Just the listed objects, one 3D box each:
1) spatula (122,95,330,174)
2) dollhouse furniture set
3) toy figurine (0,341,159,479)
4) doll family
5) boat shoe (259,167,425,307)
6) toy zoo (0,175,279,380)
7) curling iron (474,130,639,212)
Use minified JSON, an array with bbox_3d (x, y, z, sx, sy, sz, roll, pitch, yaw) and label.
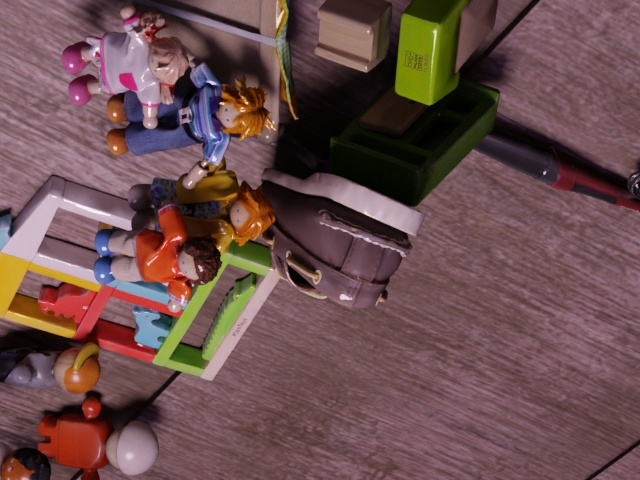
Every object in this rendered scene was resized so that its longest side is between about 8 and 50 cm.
[{"bbox_3d":[-0.050,-0.092,1.538,0.297,0.030,0.084,14,142,-13],"label":"spatula"},{"bbox_3d":[-0.006,-0.187,1.418,0.302,0.151,0.197,21,132,21],"label":"dollhouse furniture set"},{"bbox_3d":[-0.283,0.226,1.729,0.148,0.213,0.209,4,136,27],"label":"toy figurine"},{"bbox_3d":[-0.112,-0.075,1.407,0.163,0.118,0.262,1,104,42],"label":"doll family"},{"bbox_3d":[0.000,0.000,1.455,0.117,0.324,0.096,22,87,-15],"label":"boat shoe"},{"bbox_3d":[-0.208,0.037,1.671,0.293,0.030,0.192,18,133,-17],"label":"toy zoo"},{"bbox_3d":[0.226,-0.077,1.550,0.274,0.035,0.068,16,129,-16],"label":"curling iron"}]
